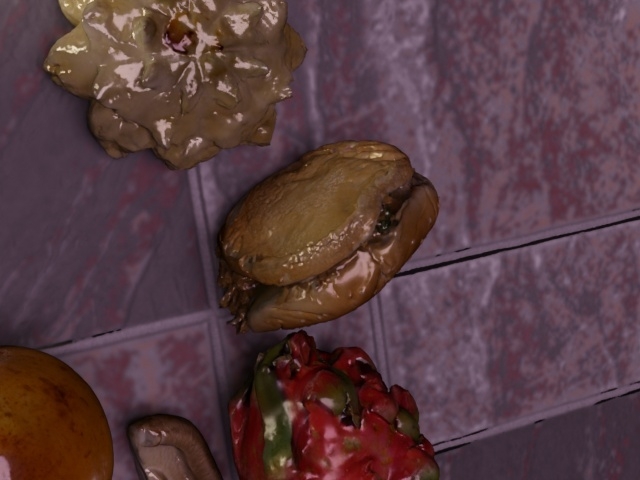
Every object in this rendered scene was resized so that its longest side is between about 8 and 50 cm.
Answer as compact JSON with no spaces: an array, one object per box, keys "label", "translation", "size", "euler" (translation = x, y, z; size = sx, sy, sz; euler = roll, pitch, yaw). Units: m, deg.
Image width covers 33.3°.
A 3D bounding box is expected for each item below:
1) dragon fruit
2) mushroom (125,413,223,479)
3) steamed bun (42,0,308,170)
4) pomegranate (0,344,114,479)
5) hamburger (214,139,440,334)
[{"label":"dragon fruit","translation":[0.012,0.249,1.252],"size":[0.237,0.231,0.302],"euler":[-27,96,-7]},{"label":"mushroom","translation":[-0.164,0.287,1.261],"size":[0.094,0.072,0.209],"euler":[-26,110,-17]},{"label":"steamed bun","translation":[-0.138,-0.214,1.177],"size":[0.292,0.137,0.295],"euler":[-45,109,-16]},{"label":"pomegranate","translation":[-0.340,0.237,1.091],"size":[0.264,0.264,0.264],"euler":[-3,98,-23]},{"label":"hamburger","translation":[0.000,0.000,1.207],"size":[0.286,0.243,0.146],"euler":[-32,111,-1]}]
